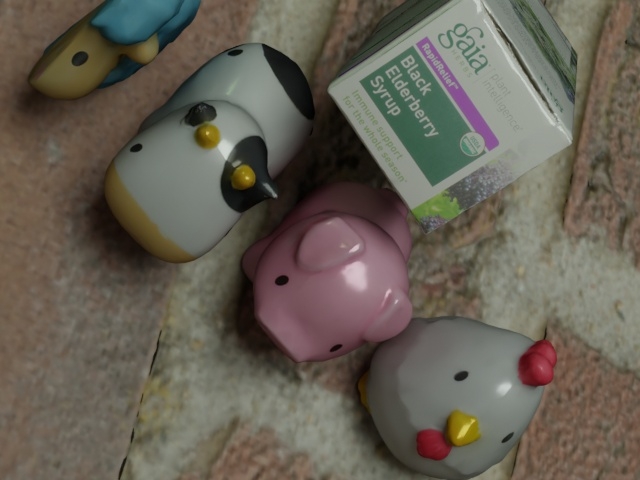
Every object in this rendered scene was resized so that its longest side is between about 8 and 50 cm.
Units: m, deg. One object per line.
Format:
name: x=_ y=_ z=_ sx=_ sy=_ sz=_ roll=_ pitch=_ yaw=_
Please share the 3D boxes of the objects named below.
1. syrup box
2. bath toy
syrup box: x=0.082 y=-0.095 z=0.892 sx=0.093 sy=0.096 sz=0.237 roll=54 pitch=18 yaw=-9
bath toy: x=0.000 y=0.000 z=0.866 sx=0.348 sy=0.129 sz=0.151 roll=47 pitch=57 yaw=-14
